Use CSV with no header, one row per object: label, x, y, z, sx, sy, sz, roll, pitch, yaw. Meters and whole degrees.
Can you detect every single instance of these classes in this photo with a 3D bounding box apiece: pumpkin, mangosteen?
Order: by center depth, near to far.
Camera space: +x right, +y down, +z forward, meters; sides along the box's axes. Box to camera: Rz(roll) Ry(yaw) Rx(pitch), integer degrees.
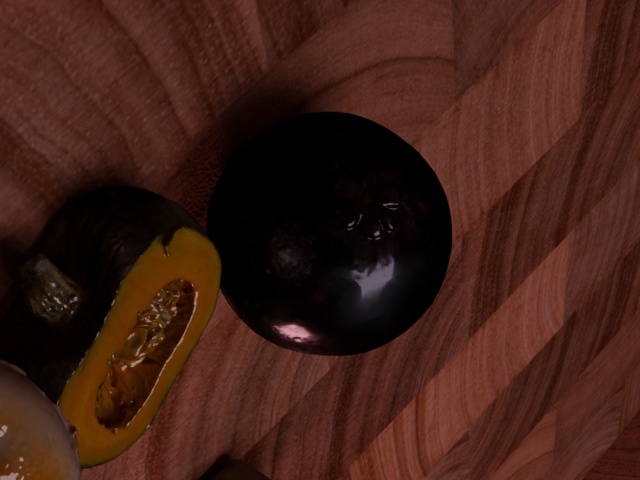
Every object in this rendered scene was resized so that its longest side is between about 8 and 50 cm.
pumpkin,-0.242,0.089,1.319,0.317,0.139,0.222,-57,149,-8
mangosteen,0.006,-0.012,1.503,0.297,0.297,0.313,-59,-164,4

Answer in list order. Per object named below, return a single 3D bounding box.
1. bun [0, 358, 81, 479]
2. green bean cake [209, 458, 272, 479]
bun,-0.365,0.236,1.142,0.298,0.165,0.299,-6,136,-6
green bean cake,-0.147,0.465,1.884,0.230,0.131,0.224,-45,152,-26
